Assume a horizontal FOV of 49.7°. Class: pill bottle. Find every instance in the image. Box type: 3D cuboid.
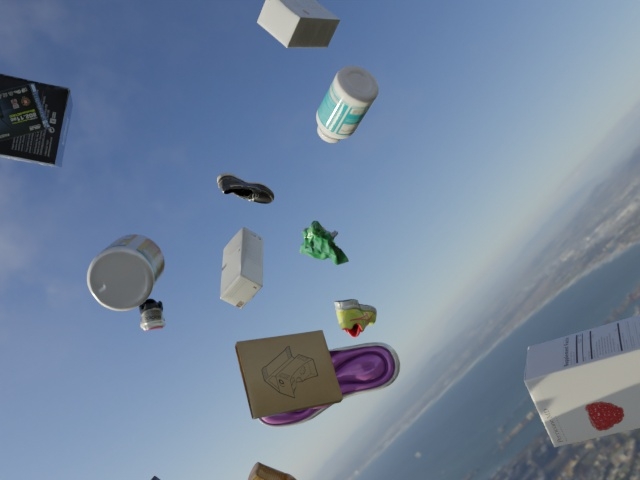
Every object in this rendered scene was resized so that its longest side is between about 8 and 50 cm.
[{"bbox_3d":[0.075,-0.430,2.242,0.146,0.146,0.264,-38,-9,-35],"label":"pill bottle"},{"bbox_3d":[-0.360,0.052,1.310,0.117,0.117,0.208,-47,10,4],"label":"pill bottle"}]

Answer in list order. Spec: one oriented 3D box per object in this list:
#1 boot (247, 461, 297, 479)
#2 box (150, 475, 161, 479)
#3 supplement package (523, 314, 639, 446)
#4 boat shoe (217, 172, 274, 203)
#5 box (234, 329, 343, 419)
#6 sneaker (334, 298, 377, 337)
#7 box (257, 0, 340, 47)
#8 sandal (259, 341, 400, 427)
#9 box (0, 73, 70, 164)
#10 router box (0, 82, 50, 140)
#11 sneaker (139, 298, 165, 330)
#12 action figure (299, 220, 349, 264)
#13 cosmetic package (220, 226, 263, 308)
[{"bbox_3d":[-0.097,0.681,1.627,0.104,0.211,0.295,-49,13,36],"label":"boot"},{"bbox_3d":[-0.330,0.610,1.439,0.056,0.183,0.231,-53,-2,9],"label":"box"},{"bbox_3d":[0.619,0.301,1.503,0.293,0.177,0.175,-23,8,25],"label":"supplement package"},{"bbox_3d":[-0.224,-0.142,2.112,0.206,0.065,0.075,20,-51,-39],"label":"boat shoe"},{"bbox_3d":[-0.066,0.277,1.447,0.201,0.164,0.021,-4,-29,-25],"label":"box"},{"bbox_3d":[0.095,0.222,1.895,0.081,0.094,0.208,-12,-19,26],"label":"sneaker"},{"bbox_3d":[-0.057,-0.586,1.844,0.170,0.130,0.091,-18,-35,-48],"label":"box"},{"bbox_3d":[0.000,0.362,1.797,0.416,0.169,0.102,-25,-13,10],"label":"sandal"},{"bbox_3d":[-0.761,-0.288,1.622,0.343,0.312,0.179,-166,87,-71],"label":"box"},{"bbox_3d":[-0.605,-0.247,1.347,0.122,0.092,0.038,-15,18,0],"label":"router box"},{"bbox_3d":[-0.419,0.181,1.721,0.063,0.074,0.170,-4,-2,-14],"label":"sneaker"},{"bbox_3d":[0.000,0.000,1.776,0.232,0.137,0.063,70,-154,-72],"label":"action figure"},{"bbox_3d":[-0.237,0.080,2.093,0.117,0.085,0.231,-47,27,27],"label":"cosmetic package"}]
